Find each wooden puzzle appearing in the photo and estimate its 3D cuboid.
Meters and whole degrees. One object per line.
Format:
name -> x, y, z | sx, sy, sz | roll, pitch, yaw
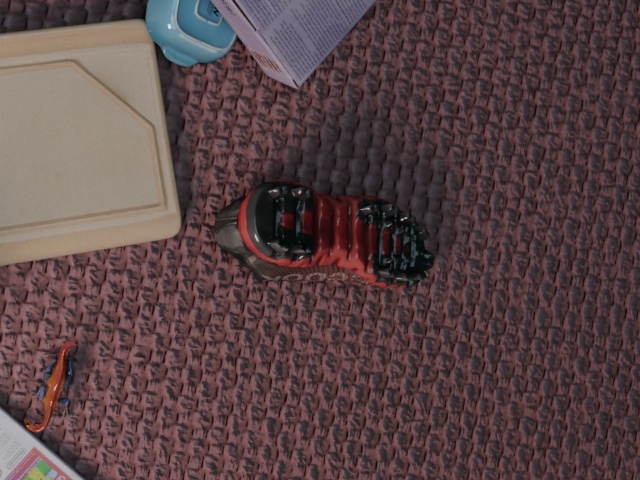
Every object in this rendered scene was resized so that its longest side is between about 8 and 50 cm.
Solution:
wooden puzzle -> -0.271, -0.104, 1.353 | 0.221, 0.044, 0.238 | -9, 99, -16

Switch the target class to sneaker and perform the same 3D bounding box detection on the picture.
sneaker -> 0.000, -0.001, 1.407 | 0.276, 0.135, 0.097 | 12, 75, -39

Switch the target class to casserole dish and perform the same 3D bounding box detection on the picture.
casserole dish -> -0.118, -0.277, 1.370 | 0.114, 0.037, 0.188 | 19, 86, -40

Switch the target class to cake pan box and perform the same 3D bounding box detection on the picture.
cake pan box -> -0.025, -0.334, 1.339 | 0.246, 0.070, 0.267 | -52, 134, -12

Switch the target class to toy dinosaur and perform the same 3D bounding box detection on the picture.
toy dinosaur -> -0.286, 0.157, 1.342 | 0.047, 0.090, 0.082 | 13, 56, -2

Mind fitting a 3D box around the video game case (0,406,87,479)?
video game case -> -0.356, 0.293, 1.346 | 0.183, 0.023, 0.201 | 44, 79, -13
